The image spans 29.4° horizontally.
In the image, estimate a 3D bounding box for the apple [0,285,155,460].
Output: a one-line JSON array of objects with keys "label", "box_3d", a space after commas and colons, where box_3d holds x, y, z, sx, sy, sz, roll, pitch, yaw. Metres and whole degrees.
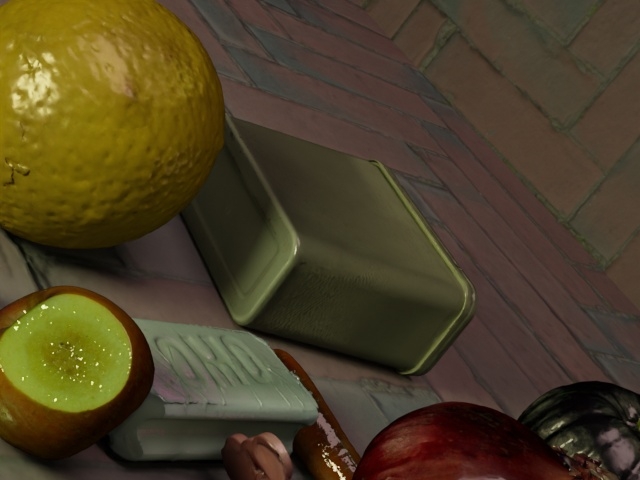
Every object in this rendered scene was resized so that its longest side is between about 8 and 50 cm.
[{"label": "apple", "box_3d": [-0.243, 0.118, 1.119, 0.147, 0.163, 0.146, 53, 54, -10]}]

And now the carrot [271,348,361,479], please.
[{"label": "carrot", "box_3d": [-0.015, 0.216, 1.433, 0.067, 0.067, 0.225, 9, 37, -52]}]

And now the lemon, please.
[{"label": "lemon", "box_3d": [-0.274, -0.143, 1.431, 0.336, 0.336, 0.336, 33, 21, -15]}]

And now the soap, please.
[{"label": "soap", "box_3d": [-0.133, 0.161, 1.312, 0.261, 0.094, 0.150, 11, 34, -49]}]

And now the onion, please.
[{"label": "onion", "box_3d": [0.204, 0.308, 1.286, 0.347, 0.285, 0.348, 42, 29, -30]}]

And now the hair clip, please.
[{"label": "hair clip", "box_3d": [-0.046, 0.264, 1.222, 0.138, 0.123, 0.102, 33, 65, -12]}]

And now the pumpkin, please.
[{"label": "pumpkin", "box_3d": [0.408, 0.303, 1.656, 0.295, 0.296, 0.296, 33, 21, -15]}]

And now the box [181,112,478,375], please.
[{"label": "box", "box_3d": [0.000, 0.000, 1.757, 0.343, 0.177, 0.352, 18, 29, -39]}]
